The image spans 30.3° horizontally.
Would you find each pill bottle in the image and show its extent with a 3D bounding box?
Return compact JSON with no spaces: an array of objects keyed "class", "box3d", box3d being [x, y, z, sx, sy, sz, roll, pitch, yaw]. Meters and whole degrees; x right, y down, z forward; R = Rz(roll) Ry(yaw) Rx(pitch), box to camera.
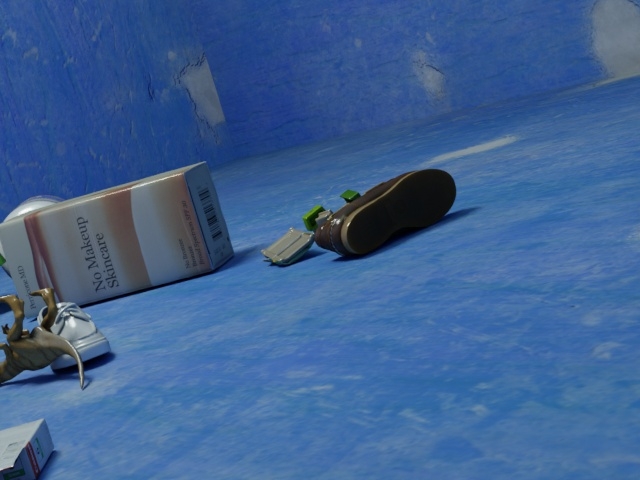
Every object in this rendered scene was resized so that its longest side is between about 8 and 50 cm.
[{"class":"pill bottle","box3d":[-0.478,0.004,2.042,0.152,0.152,0.272,-18,9,-8]}]

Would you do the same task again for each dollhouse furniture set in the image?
[{"class":"dollhouse furniture set","box3d":[0.000,0.000,1.562,0.151,0.058,0.076,-39,22,-15]}]

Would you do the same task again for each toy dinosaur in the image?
[{"class":"toy dinosaur","box3d":[-0.292,0.107,1.238,0.064,0.112,0.211,-7,-7,-44]}]

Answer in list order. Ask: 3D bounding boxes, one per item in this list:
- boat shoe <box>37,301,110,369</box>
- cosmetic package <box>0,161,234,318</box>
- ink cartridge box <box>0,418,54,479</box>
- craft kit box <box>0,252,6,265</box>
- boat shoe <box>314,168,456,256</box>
[{"class":"boat shoe","box3d":[-0.279,0.099,1.311,0.066,0.063,0.184,-19,8,-15]},{"class":"cosmetic package","box3d":[-0.294,-0.001,1.711,0.296,0.153,0.129,-16,7,13]},{"class":"ink cartridge box","box3d":[-0.244,0.171,0.891,0.063,0.029,0.115,-16,9,0]},{"class":"craft kit box","box3d":[-0.645,0.085,1.931,0.250,0.061,0.246,-39,18,-18]},{"class":"boat shoe","box3d":[0.081,-0.039,1.478,0.207,0.073,0.073,-23,12,-37]}]
